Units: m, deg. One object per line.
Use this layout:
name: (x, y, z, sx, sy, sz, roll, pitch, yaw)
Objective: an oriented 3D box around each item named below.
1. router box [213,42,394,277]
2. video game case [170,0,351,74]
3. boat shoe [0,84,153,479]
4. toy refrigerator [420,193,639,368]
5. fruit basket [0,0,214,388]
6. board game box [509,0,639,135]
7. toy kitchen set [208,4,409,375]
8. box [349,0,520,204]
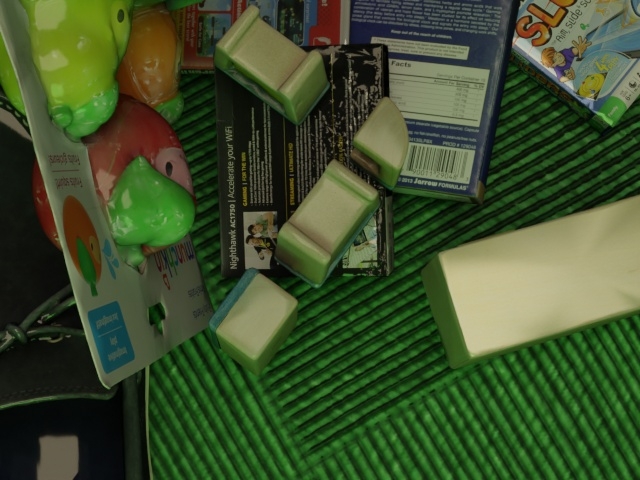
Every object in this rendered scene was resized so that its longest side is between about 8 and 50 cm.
router box: (-0.012, -0.061, 1.150, 0.133, 0.046, 0.179, -1, 94, 9)
video game case: (-0.116, -0.235, 1.206, 0.285, 0.025, 0.204, 1, 80, 4)
boat shoe: (-0.215, 0.098, 1.098, 0.186, 0.156, 0.500, -10, 80, -4)
toy refrigerator: (0.222, 0.016, 1.167, 0.269, 0.102, 0.094, -16, 82, -6)
fruit basket: (-0.140, -0.096, 1.018, 0.165, 0.327, 0.353, -21, 90, 9)
board game box: (0.246, -0.206, 1.238, 0.136, 0.035, 0.201, 38, 81, 3)
toy kitchen set: (-0.051, -0.035, 1.095, 0.166, 0.122, 0.207, 36, 80, 5)
box: (0.083, -0.148, 1.197, 0.136, 0.036, 0.225, 9, 81, 17)
